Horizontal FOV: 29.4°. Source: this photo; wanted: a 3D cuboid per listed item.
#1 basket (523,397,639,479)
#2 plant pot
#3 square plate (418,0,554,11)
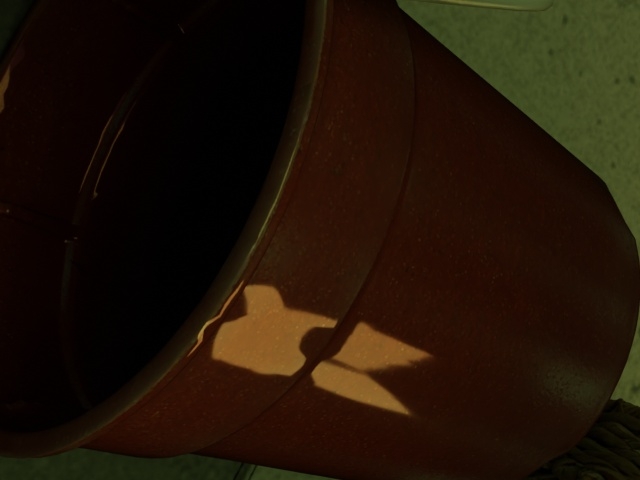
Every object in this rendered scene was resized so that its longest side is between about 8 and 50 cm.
[{"bbox_3d":[0.214,0.193,0.701,0.223,0.299,0.213,-11,98,-27],"label":"basket"},{"bbox_3d":[0.000,0.000,0.592,0.265,0.272,0.272,25,82,-38],"label":"plant pot"},{"bbox_3d":[-0.093,-0.241,0.442,0.344,0.049,0.347,-1,61,-30],"label":"square plate"}]
